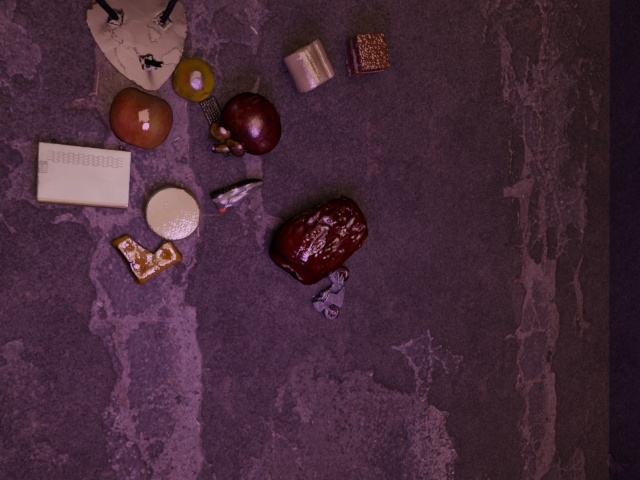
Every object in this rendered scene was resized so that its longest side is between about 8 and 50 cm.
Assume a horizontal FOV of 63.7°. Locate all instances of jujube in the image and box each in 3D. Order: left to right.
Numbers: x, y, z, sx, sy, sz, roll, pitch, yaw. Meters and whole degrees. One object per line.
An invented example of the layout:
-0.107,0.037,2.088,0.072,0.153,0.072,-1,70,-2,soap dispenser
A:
0.000,0.000,1.864,0.376,0.258,0.258,-31,106,-8,jujube

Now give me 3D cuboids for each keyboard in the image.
-0.349,-0.394,1.791,0.061,0.013,0.204,-28,106,-16,keyboard

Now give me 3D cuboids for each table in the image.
-0.523,-0.666,1.562,0.317,0.249,0.317,-3,97,-21,table

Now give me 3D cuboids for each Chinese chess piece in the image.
-0.496,-0.092,1.735,0.188,0.083,0.188,-3,99,-18,Chinese chess piece

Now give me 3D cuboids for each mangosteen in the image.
-0.258,-0.374,1.725,0.257,0.215,0.215,-31,106,-9,mangosteen

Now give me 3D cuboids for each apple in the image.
-0.562,-0.379,1.614,0.188,0.188,0.174,17,96,-22,apple

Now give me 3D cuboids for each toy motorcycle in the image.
0.036,0.195,1.982,0.122,0.080,0.215,17,85,-25,toy motorcycle

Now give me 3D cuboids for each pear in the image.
-0.419,-0.533,1.701,0.141,0.104,0.141,-1,93,-19,pear

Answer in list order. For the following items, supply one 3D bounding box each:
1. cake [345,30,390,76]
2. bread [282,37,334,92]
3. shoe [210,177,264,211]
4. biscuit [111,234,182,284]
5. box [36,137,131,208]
0.165,-0.679,1.890,0.134,0.147,0.135,-12,100,-22,cake
-0.042,-0.617,1.823,0.148,0.134,0.141,-29,111,-4,bread
-0.288,-0.161,1.817,0.194,0.074,0.077,-21,115,-16,shoe
-0.580,0.039,1.738,0.183,0.039,0.174,-29,104,-17,biscuit
-0.747,-0.209,1.637,0.270,0.045,0.211,2,95,-22,box
